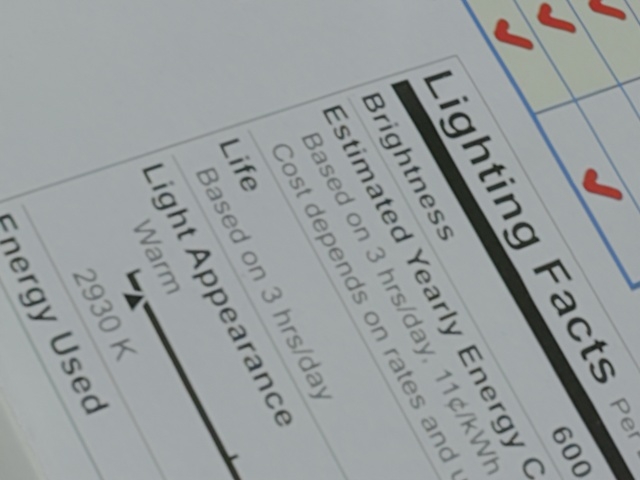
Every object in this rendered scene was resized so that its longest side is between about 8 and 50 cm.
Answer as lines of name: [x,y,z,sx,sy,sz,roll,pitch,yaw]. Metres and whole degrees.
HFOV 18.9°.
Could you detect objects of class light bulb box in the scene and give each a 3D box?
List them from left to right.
light bulb box: [0.000,0.000,0.648,0.361,0.358,0.225,-20,-17,-34]
